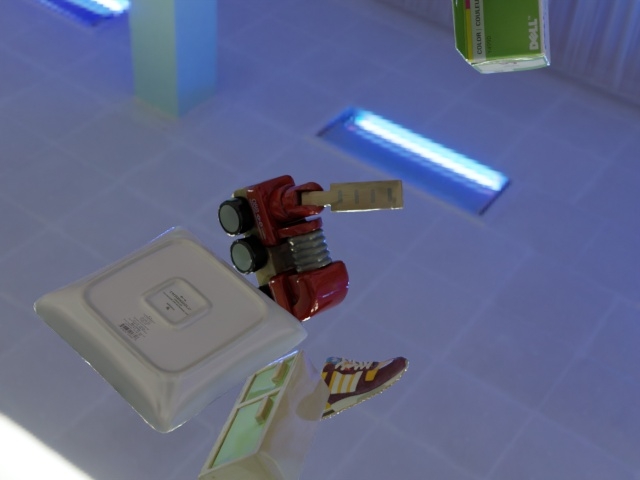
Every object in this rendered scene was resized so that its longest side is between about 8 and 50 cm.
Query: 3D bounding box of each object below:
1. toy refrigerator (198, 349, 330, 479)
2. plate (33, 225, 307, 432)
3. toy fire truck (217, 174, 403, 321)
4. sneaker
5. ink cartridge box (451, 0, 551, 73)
[{"bbox_3d":[-0.075,0.268,1.483,0.102,0.094,0.269,-26,-164,23],"label":"toy refrigerator"},{"bbox_3d":[-0.200,0.098,1.427,0.277,0.045,0.278,39,-132,23],"label":"plate"},{"bbox_3d":[0.000,0.000,1.546,0.158,0.217,0.246,-21,-174,-41],"label":"toy fire truck"},{"bbox_3d":[0.049,0.214,1.649,0.084,0.185,0.069,61,-164,3],"label":"sneaker"},{"bbox_3d":[0.209,-0.301,1.210,0.097,0.189,0.255,-3,-176,15],"label":"ink cartridge box"}]
